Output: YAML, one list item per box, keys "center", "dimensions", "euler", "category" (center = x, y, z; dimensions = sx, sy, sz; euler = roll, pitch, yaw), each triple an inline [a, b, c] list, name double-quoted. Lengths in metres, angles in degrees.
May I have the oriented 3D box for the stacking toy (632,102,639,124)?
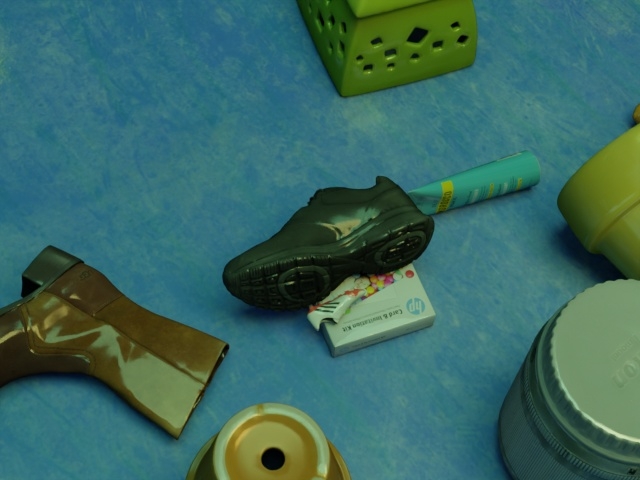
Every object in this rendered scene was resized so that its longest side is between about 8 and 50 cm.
- center: [0.606, -0.213, 1.706]
  dimensions: [0.302, 0.175, 0.165]
  euler: [-13, 63, 2]
  category: "stacking toy"

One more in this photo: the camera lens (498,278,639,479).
- center: [0.334, 0.194, 1.365]
  dimensions: [0.219, 0.274, 0.219]
  euler: [2, 60, -3]
  category: "camera lens"

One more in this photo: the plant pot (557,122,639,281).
- center: [0.477, -0.020, 1.517]
  dimensions: [0.254, 0.254, 0.239]
  euler: [-25, 70, -17]
  category: "plant pot"

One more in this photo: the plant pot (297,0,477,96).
- center: [0.101, -0.377, 1.720]
  dimensions: [0.228, 0.207, 0.227]
  euler: [-17, 63, -12]
  category: "plant pot"

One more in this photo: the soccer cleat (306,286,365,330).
- center: [0.023, 0.088, 1.507]
  dimensions: [0.083, 0.029, 0.035]
  euler: [-22, 73, -10]
  category: "soccer cleat"

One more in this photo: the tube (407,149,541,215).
- center: [0.206, -0.075, 1.631]
  dimensions: [0.207, 0.080, 0.052]
  euler: [-17, 57, -17]
  category: "tube"

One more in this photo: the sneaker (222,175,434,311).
- center: [0.000, 0.000, 1.524]
  dimensions: [0.286, 0.109, 0.130]
  euler: [-17, 53, -20]
  category: "sneaker"

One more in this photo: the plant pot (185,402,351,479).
- center: [-0.058, 0.280, 1.339]
  dimensions: [0.205, 0.188, 0.205]
  euler: [2, 60, -3]
  category: "plant pot"

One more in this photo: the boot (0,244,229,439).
- center: [-0.292, 0.172, 1.464]
  dimensions: [0.280, 0.096, 0.264]
  euler: [31, 55, 5]
  category: "boot"

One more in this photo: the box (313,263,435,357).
- center: [0.051, 0.050, 1.566]
  dimensions: [0.145, 0.038, 0.186]
  euler: [-16, 64, -12]
  category: "box"
